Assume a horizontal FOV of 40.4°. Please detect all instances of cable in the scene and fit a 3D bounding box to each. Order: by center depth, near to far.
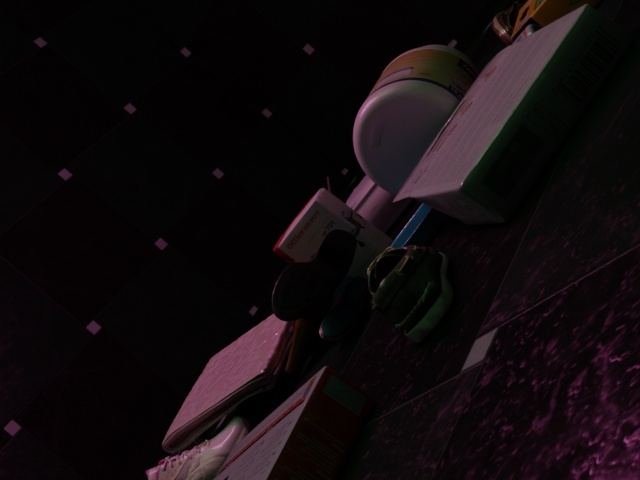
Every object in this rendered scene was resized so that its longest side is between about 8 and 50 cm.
[{"bbox_3d":[-0.125,0.331,1.904,0.139,0.072,0.287,-37,18,22],"label":"cable"}]

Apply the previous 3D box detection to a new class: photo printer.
[{"bbox_3d":[0.156,-0.123,2.003,0.307,0.107,0.256,-52,6,24],"label":"photo printer"}]

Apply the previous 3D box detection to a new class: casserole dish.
[{"bbox_3d":[0.184,-0.032,1.525,0.188,0.037,0.114,-53,5,2],"label":"casserole dish"}]

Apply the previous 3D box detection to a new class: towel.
[{"bbox_3d":[-0.178,0.288,1.883,0.317,0.053,0.332,-36,11,24],"label":"towel"}]

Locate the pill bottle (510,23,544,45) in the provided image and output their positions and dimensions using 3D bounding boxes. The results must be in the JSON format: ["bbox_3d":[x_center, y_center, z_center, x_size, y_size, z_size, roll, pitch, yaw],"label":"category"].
[{"bbox_3d":[0.343,-0.287,1.502,0.160,0.087,0.087,-50,6,33],"label":"pill bottle"}]

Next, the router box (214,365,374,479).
[{"bbox_3d":[-0.093,0.359,1.144,0.335,0.082,0.301,-48,7,48],"label":"router box"}]

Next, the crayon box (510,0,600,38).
[{"bbox_3d":[0.491,-0.495,1.584,0.323,0.083,0.203,-50,6,33],"label":"crayon box"}]

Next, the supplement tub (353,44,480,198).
[{"bbox_3d":[0.202,-0.243,1.688,0.228,0.228,0.316,-50,6,33],"label":"supplement tub"}]

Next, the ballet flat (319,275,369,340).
[{"bbox_3d":[0.050,0.137,1.617,0.168,0.057,0.052,-53,-25,-39],"label":"ballet flat"}]

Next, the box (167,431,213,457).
[{"bbox_3d":[-0.306,0.523,1.961,0.158,0.093,0.156,-55,5,-31],"label":"box"}]

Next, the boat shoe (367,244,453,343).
[{"bbox_3d":[0.119,0.052,1.231,0.109,0.091,0.305,-53,5,10],"label":"boat shoe"}]

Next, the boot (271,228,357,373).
[{"bbox_3d":[-0.039,0.145,1.643,0.264,0.096,0.280,-58,-11,-51],"label":"boot"}]

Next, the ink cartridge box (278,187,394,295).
[{"bbox_3d":[0.033,0.009,1.754,0.140,0.190,0.082,-52,5,27],"label":"ink cartridge box"}]

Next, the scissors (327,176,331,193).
[{"bbox_3d":[0.033,-0.015,1.986,0.297,0.021,0.109,82,-172,-54],"label":"scissors"}]

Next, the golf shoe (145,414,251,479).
[{"bbox_3d":[-0.258,0.458,1.710,0.306,0.140,0.115,-53,4,-13],"label":"golf shoe"}]

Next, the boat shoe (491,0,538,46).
[{"bbox_3d":[0.450,-0.500,1.953,0.095,0.095,0.257,-44,8,28],"label":"boat shoe"}]

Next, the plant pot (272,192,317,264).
[{"bbox_3d":[0.000,0.000,2.230,0.191,0.174,0.191,-54,5,7],"label":"plant pot"}]

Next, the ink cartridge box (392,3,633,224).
[{"bbox_3d":[0.266,-0.166,1.314,0.308,0.091,0.385,-55,7,-6],"label":"ink cartridge box"}]
